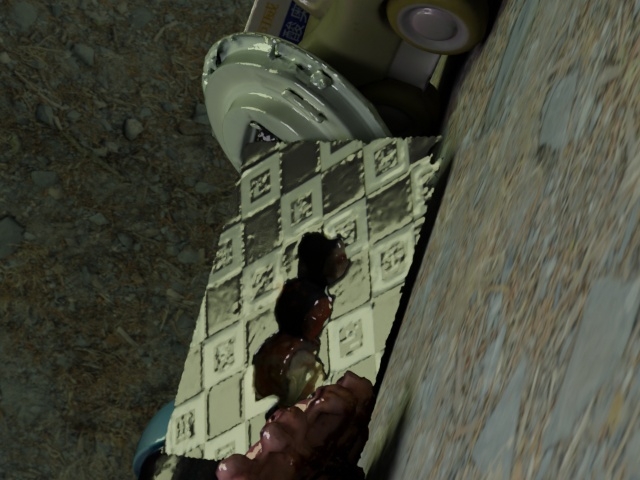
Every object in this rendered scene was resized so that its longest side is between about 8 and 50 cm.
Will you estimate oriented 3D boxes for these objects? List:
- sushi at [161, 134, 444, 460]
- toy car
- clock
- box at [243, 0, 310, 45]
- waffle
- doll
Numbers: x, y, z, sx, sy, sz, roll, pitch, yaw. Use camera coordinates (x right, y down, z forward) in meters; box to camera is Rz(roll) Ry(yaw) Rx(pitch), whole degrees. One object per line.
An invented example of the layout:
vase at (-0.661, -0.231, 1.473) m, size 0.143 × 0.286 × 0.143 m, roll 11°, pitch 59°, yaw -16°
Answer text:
sushi at (-0.003, 0.055, 1.641) m, size 0.264 × 0.050 × 0.290 m, roll 0°, pitch 69°, yaw 50°
toy car at (0.041, -0.252, 1.754) m, size 0.336 × 0.226 × 0.242 m, roll 118°, pitch 172°, yaw -61°
clock at (-0.025, -0.081, 1.776) m, size 0.053 × 0.236 × 0.236 m, roll -48°, pitch -8°, yaw -30°
box at (0.047, -0.330, 2.294) m, size 0.065 × 0.200 × 0.343 m, roll -88°, pitch 18°, yaw -69°
waffle at (-0.046, 0.200, 1.344) m, size 0.221 × 0.055 × 0.234 m, roll -38°, pitch -27°, yaw -40°
doll at (-0.139, 0.292, 2.239) m, size 0.177 × 0.141 × 0.314 m, roll -25°, pitch 47°, yaw 38°
